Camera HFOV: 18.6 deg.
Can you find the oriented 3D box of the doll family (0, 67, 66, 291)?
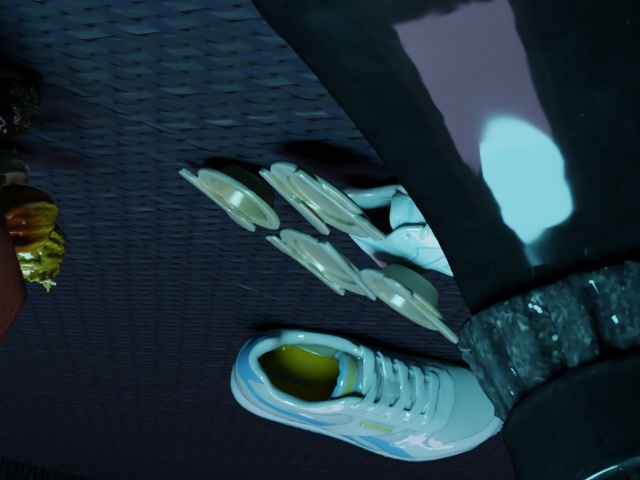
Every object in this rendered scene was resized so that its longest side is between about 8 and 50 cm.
[{"bbox_3d":[-0.215,-0.020,1.045,0.163,0.118,0.263,11,168,-8],"label":"doll family"}]

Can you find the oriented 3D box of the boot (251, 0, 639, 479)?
[{"bbox_3d":[0.077,0.026,0.613,0.131,0.260,0.348,-14,142,39],"label":"boot"}]

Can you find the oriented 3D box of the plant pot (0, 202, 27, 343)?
[{"bbox_3d":[-0.303,0.021,0.810,0.267,0.236,0.267,7,141,11],"label":"plant pot"}]

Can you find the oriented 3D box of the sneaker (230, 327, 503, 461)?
[{"bbox_3d":[0.042,0.125,1.591,0.228,0.087,0.092,9,166,-5],"label":"sneaker"}]

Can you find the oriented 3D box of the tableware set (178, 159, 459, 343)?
[{"bbox_3d":[0.000,0.000,1.081,0.141,0.020,0.168,42,165,-28],"label":"tableware set"}]

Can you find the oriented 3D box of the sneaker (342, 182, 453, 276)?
[{"bbox_3d":[0.071,-0.005,1.051,0.152,0.054,0.061,0,161,41],"label":"sneaker"}]
